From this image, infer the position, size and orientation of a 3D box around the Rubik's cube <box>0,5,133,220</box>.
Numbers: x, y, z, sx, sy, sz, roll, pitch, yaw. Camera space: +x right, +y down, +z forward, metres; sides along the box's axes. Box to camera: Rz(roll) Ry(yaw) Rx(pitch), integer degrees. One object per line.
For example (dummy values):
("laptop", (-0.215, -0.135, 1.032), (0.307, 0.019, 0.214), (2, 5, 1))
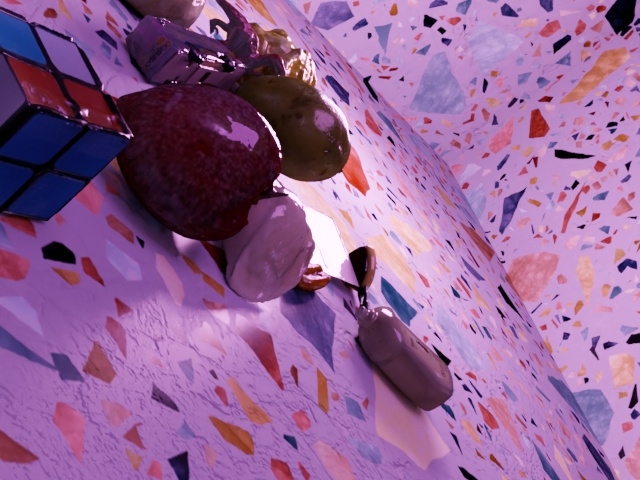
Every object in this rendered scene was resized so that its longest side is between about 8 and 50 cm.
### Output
("Rubik's cube", (-0.363, -0.149, 1.035), (0.180, 0.167, 0.183), (57, 17, 19))

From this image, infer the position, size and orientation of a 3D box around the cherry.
("cherry", (-0.190, -0.126, 1.344), (0.300, 0.230, 0.203), (34, 7, -8))

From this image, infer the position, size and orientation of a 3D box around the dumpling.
("dumpling", (-0.082, 0.004, 1.510), (0.179, 0.131, 0.252), (46, 41, -37))

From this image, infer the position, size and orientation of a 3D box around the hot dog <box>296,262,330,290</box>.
("hot dog", (-0.021, 0.071, 1.693), (0.062, 0.038, 0.144), (53, 15, 11))

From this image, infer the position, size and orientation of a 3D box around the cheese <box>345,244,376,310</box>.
("cheese", (0.090, 0.090, 1.890), (0.036, 0.086, 0.163), (31, 40, -35))

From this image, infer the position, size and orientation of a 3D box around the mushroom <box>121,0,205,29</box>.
("mushroom", (-0.357, -0.590, 1.936), (0.267, 0.164, 0.190), (43, 18, -27))

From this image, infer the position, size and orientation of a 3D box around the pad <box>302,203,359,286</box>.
("pad", (0.000, 0.000, 1.894), (0.156, 0.004, 0.232), (24, 31, -36))

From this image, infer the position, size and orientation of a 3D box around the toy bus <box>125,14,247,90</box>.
("toy bus", (-0.279, -0.382, 1.825), (0.138, 0.112, 0.317), (51, 16, 11))

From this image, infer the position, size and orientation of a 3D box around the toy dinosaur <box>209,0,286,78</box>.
("toy dinosaur", (-0.185, -0.475, 1.983), (0.053, 0.167, 0.242), (-66, 144, -72))

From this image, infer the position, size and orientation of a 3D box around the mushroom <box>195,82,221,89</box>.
("mushroom", (-0.185, -0.169, 1.645), (0.227, 0.148, 0.217), (66, 6, 25))

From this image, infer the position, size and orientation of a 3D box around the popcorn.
("popcorn", (-0.130, -0.425, 2.135), (0.256, 0.195, 0.255), (24, 11, -11))

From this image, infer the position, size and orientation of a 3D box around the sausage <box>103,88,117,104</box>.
("sausage", (-0.354, -0.222, 1.420), (0.186, 0.043, 0.043), (48, 18, -14))

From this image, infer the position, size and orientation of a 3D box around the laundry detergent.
("laundry detergent", (0.159, 0.220, 1.767), (0.253, 0.091, 0.181), (45, 17, -20))

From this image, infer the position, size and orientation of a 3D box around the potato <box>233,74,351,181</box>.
("potato", (-0.063, -0.255, 1.942), (0.304, 0.216, 0.216), (49, 13, 32))
